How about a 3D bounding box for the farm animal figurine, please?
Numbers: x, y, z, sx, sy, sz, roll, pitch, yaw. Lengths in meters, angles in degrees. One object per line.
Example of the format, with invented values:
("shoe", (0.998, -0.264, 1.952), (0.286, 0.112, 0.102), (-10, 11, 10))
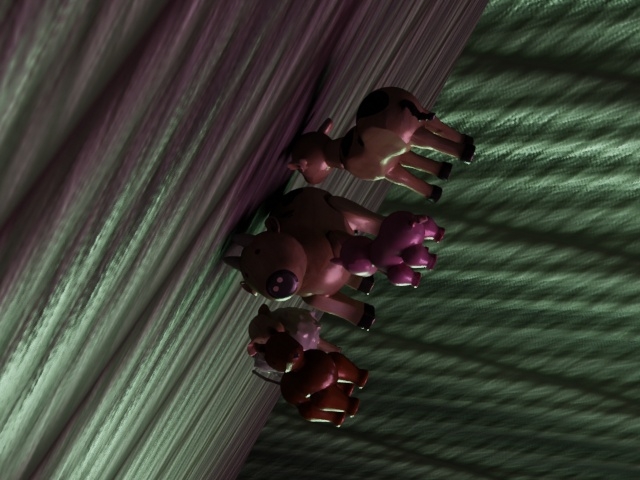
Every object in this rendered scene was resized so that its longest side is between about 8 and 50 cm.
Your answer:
("farm animal figurine", (0.000, 0.000, 1.289), (0.327, 0.172, 0.330), (-136, -110, -83))
